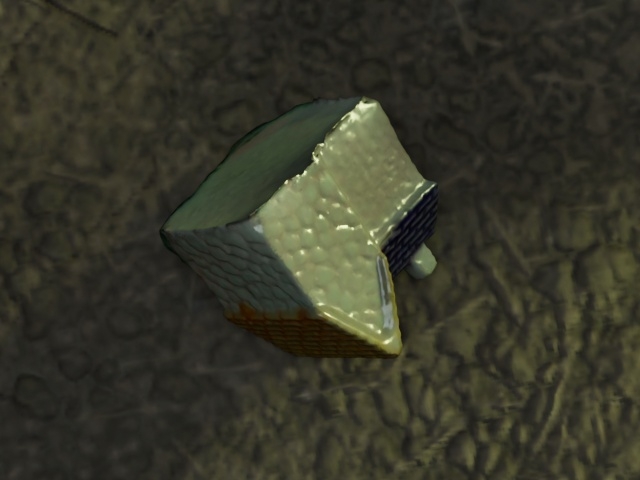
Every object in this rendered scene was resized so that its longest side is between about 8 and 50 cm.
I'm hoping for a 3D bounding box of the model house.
[{"bbox_3d":[0.000,0.000,0.908,0.100,0.088,0.100,-48,113,-29],"label":"model house"}]
